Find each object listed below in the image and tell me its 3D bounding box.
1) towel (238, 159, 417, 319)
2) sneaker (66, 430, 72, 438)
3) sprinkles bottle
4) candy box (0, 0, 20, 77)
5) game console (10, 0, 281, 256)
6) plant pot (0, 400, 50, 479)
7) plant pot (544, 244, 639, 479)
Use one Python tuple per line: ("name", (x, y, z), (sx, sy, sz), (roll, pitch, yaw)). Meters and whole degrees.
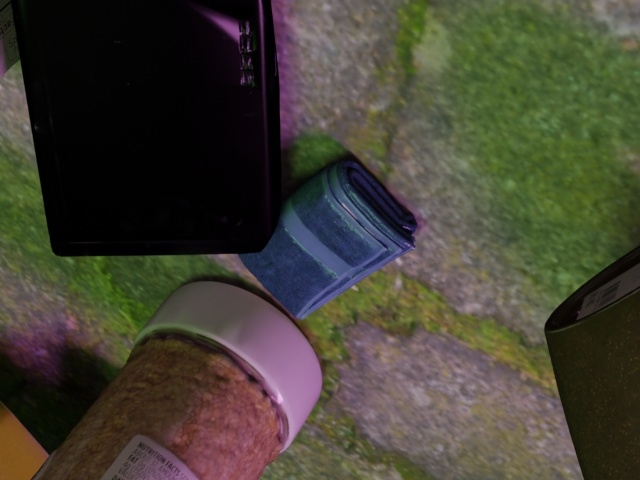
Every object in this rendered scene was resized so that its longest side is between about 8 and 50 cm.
("towel", (0.000, 0.000, 0.933), (0.067, 0.029, 0.119), (44, 142, -10))
("sneaker", (-0.164, 0.163, 1.205), (0.073, 0.063, 0.162), (29, 142, 14))
("sprinkles bottle", (-0.130, 0.180, 0.955), (0.121, 0.355, 0.121), (21, 140, 19))
("candy box", (-0.246, -0.196, 0.881), (0.165, 0.070, 0.196), (15, 137, 25))
("game console", (-0.202, -0.076, 0.869), (0.361, 0.044, 0.213), (-1, 132, 0))
("plant pot", (-0.269, 0.234, 1.199), (0.212, 0.187, 0.212), (54, 163, -22))
("plant pot", (0.212, 0.107, 0.764), (0.230, 0.215, 0.215), (55, 140, -2))
